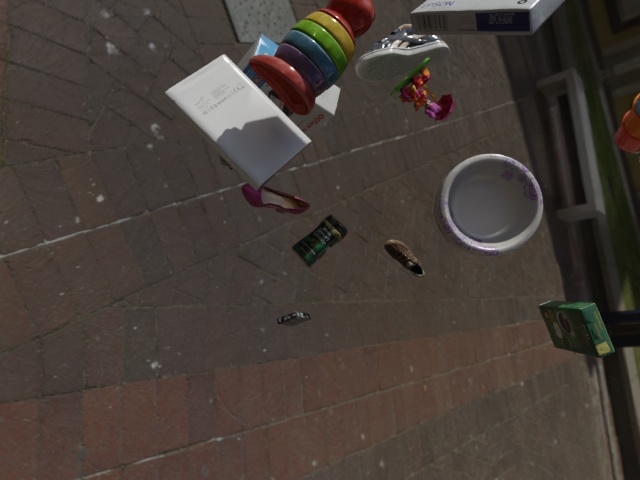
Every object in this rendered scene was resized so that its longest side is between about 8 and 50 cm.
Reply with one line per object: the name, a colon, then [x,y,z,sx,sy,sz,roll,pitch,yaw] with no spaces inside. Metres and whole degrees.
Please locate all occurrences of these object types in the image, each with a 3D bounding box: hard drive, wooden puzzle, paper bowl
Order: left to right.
wooden puzzle: [-0.284,-0.242,1.428,0.049,0.006,0.083,14,39,-38]
hard drive: [-0.197,-0.294,1.150,0.307,0.040,0.203,45,61,-3]
paper bowl: [0.470,-0.096,1.347,0.148,0.284,0.284,26,53,-86]

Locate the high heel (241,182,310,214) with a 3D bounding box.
high heel: [-0.142,-0.137,1.520,0.244,0.117,0.082,31,59,-51]

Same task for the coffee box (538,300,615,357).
coffee box: [0.571,0.195,1.056,0.184,0.040,0.113,94,-24,-83]

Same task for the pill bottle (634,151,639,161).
pill bottle: [0.788,-0.196,1.012,0.117,0.215,0.117,-50,157,-30]

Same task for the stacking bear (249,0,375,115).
stacking bear: [0.007,-0.450,1.069,0.289,0.164,0.175,-51,124,-4]

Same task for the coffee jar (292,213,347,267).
coffee jar: [0.000,0.000,1.578,0.184,0.096,0.079,-42,159,-9]

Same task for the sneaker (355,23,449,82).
sneaker: [0.246,-0.607,1.513,0.321,0.126,0.127,-15,67,-15]

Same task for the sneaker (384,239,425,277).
sneaker: [0.313,0.065,1.696,0.188,0.066,0.071,36,11,-20]

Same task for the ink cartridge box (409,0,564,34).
ink cartridge box: [0.305,-0.419,0.787,0.224,0.223,0.045,-44,133,-22]

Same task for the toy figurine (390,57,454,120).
toy figurine: [0.303,-0.404,1.326,0.159,0.130,0.173,46,55,0]

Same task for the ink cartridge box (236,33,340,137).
ink cartridge box: [-0.126,-0.468,1.508,0.307,0.223,0.129,26,58,-27]

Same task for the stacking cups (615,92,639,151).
stacking cups: [0.591,-0.249,0.813,0.316,0.096,0.096,55,33,-71]

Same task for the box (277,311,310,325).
box: [-0.077,0.229,1.364,0.083,0.067,0.018,26,45,-59]
